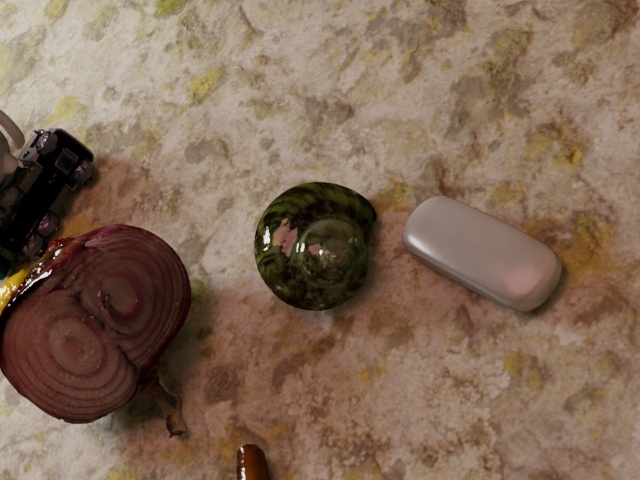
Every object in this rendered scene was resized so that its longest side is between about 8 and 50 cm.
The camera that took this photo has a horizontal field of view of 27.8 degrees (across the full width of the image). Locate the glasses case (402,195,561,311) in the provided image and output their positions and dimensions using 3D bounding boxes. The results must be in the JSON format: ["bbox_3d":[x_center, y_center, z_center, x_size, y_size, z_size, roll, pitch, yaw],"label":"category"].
[{"bbox_3d":[0.195,0.014,1.596,0.233,0.059,0.092,28,80,43],"label":"glasses case"}]

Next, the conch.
[{"bbox_3d":[-0.001,-0.002,1.702,0.187,0.124,0.181,-45,48,-10],"label":"conch"}]

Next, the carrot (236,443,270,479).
[{"bbox_3d":[-0.080,0.325,1.584,0.055,0.055,0.161,-25,42,19],"label":"carrot"}]

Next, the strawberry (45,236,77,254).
[{"bbox_3d":[-0.387,0.035,1.984,0.096,0.083,0.083,-42,34,53],"label":"strawberry"}]

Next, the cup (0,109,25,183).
[{"bbox_3d":[-0.544,-0.148,2.021,0.173,0.142,0.134,-49,23,10],"label":"cup"}]

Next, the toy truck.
[{"bbox_3d":[-0.479,-0.062,2.092,0.124,0.114,0.253,12,67,52],"label":"toy truck"}]

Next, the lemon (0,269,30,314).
[{"bbox_3d":[-0.430,0.102,1.920,0.114,0.155,0.114,1,69,-2],"label":"lemon"}]

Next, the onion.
[{"bbox_3d":[-0.305,0.102,1.788,0.256,0.272,0.230,-7,30,24],"label":"onion"}]
